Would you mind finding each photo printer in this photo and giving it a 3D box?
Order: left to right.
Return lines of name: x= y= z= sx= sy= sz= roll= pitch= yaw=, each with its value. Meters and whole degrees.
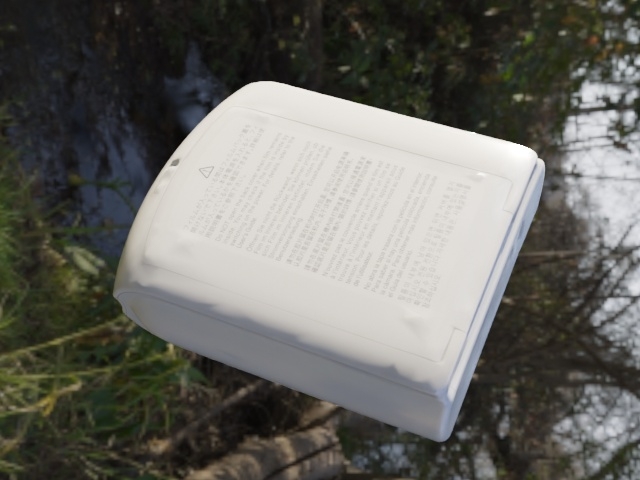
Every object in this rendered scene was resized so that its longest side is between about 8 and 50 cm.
photo printer: x=0.000 y=0.000 z=0.751 sx=0.107 sy=0.308 sz=0.256 roll=80 pitch=32 yaw=-56
